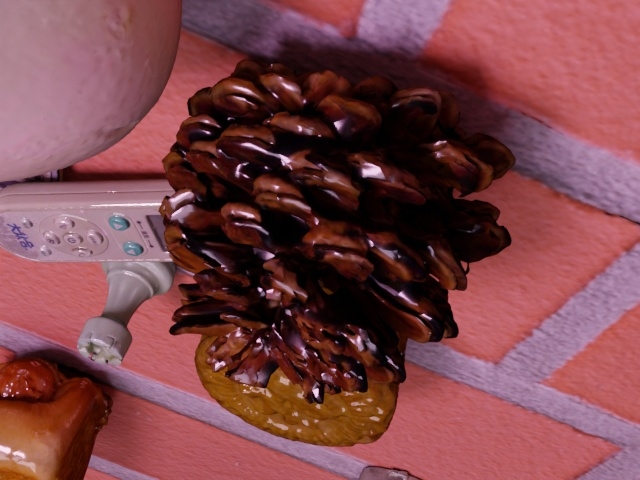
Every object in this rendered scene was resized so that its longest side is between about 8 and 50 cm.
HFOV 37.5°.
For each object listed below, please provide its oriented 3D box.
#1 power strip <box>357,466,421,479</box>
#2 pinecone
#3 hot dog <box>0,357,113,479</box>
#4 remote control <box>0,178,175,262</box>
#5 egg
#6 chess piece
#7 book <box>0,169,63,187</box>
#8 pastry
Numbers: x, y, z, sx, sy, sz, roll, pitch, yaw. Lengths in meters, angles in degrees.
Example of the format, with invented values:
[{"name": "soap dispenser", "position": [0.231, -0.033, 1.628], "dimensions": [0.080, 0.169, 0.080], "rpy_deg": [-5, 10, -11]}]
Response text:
[{"name": "power strip", "position": [0.071, 0.330, 1.139], "dimensions": [0.080, 0.029, 0.226], "rpy_deg": [16, 145, 2]}, {"name": "pinecone", "position": [0.000, 0.000, 0.581], "dimensions": [0.222, 0.221, 0.221], "rpy_deg": [12, 144, 9]}, {"name": "hot dog", "position": [-0.319, 0.214, 1.047], "dimensions": [0.150, 0.153, 0.256], "rpy_deg": [15, 147, -3]}, {"name": "remote control", "position": [-0.159, -0.017, 0.746], "dimensions": [0.222, 0.042, 0.078], "rpy_deg": [-2, 142, 11]}, {"name": "egg", "position": [-0.172, -0.118, 0.512], "dimensions": [0.271, 0.206, 0.162], "rpy_deg": [-11, 159, 37]}, {"name": "chess piece", "position": [-0.170, 0.055, 0.811], "dimensions": [0.067, 0.103, 0.067], "rpy_deg": [11, 144, 8]}, {"name": "book", "position": [-0.262, -0.119, 0.686], "dimensions": [0.158, 0.026, 0.231], "rpy_deg": [19, 145, -3]}, {"name": "pastry", "position": [-0.014, 0.098, 0.802], "dimensions": [0.189, 0.103, 0.188], "rpy_deg": [12, 145, 9]}]
